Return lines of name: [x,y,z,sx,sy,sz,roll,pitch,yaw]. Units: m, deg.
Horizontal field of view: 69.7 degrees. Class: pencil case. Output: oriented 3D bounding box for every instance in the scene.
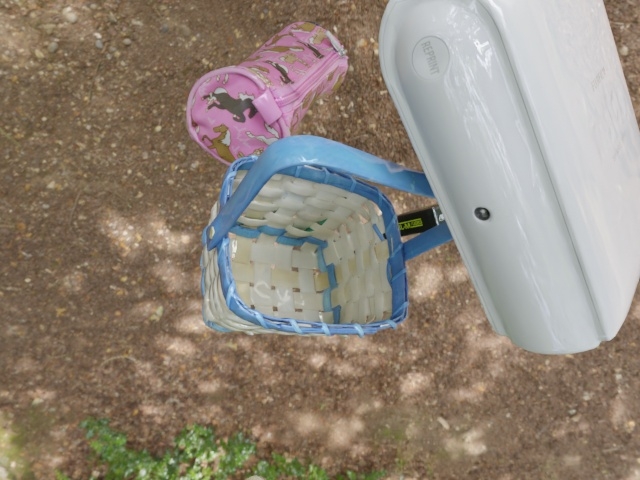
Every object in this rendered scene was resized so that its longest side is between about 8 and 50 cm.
pencil case: [-0.072,-0.260,0.783,0.160,0.386,0.167,30,129,-2]

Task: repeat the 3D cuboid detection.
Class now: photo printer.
photo printer: [0.180,-0.104,0.387,0.107,0.256,0.307,-10,114,47]

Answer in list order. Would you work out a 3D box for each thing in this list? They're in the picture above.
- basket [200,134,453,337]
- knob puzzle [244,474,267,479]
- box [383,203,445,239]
basket: [0.000,0.000,0.487,0.255,0.200,0.289,11,155,-34]
knob puzzle: [-0.086,0.324,0.427,0.213,0.213,0.030,-28,136,24]
box: [0.211,-0.046,0.844,0.184,0.191,0.045,-17,89,60]
